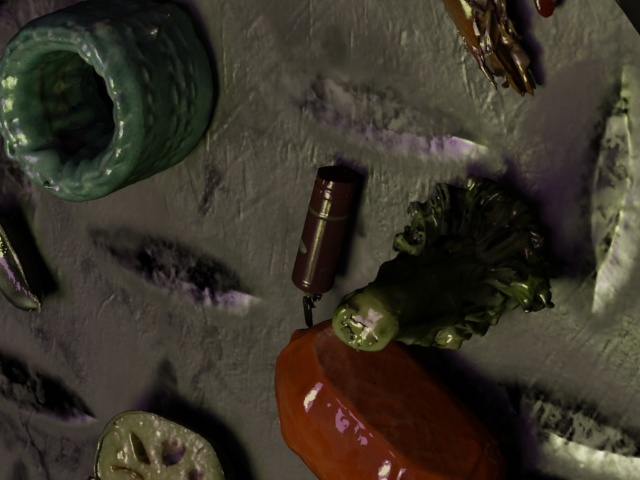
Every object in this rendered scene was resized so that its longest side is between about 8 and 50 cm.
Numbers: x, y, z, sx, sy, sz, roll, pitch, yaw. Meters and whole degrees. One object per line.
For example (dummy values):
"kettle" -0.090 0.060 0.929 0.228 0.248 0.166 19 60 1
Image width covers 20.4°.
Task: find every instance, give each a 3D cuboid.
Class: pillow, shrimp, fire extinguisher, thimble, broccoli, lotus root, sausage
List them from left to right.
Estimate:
"pillow" -0.365 0.025 2.088 0.091 0.055 0.136 -20 94 45
"thimble" -0.224 -0.155 1.834 0.198 0.143 0.235 51 130 9
"lotus root" -0.163 0.280 2.025 0.203 0.078 0.183 23 111 25
"fire extinguisher" 0.000 0.000 1.782 0.078 0.045 0.157 -109 28 -61
"sausage" 0.063 0.190 1.742 0.268 0.153 0.141 44 144 19
"broccoli" 0.092 0.037 1.556 0.165 0.304 0.145 -28 90 27
"shrimp" 0.158 -0.240 1.556 0.133 0.053 0.236 -16 95 22

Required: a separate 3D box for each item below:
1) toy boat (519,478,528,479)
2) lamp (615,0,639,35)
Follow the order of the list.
"toy boat" 0.284 0.358 1.683 0.141 0.099 0.318 -41 81 15
"lamp" 0.314 -0.200 1.324 0.272 0.205 0.374 40 113 13
